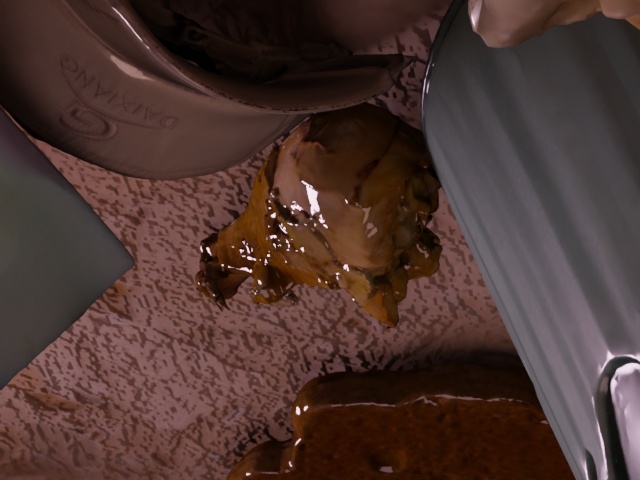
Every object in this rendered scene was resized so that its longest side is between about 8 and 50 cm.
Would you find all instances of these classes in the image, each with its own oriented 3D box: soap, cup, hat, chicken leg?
[{"bbox_3d":[-0.231,-0.071,0.866,0.109,0.193,0.324,-45,129,-8],"label":"soap"},{"bbox_3d":[0.261,0.053,0.821,0.310,0.392,0.401,-35,139,23],"label":"cup"},{"bbox_3d":[-0.078,-0.073,0.862,0.219,0.226,0.164,27,112,-21],"label":"hat"},{"bbox_3d":[-0.002,-0.003,0.993,0.101,0.085,0.207,42,147,-12],"label":"chicken leg"}]

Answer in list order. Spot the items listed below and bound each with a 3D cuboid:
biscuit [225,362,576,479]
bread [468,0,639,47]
[{"bbox_3d":[0.081,0.146,1.200,0.290,0.041,0.208,-3,137,9],"label":"biscuit"},{"bbox_3d":[0.172,-0.295,0.535,0.371,0.279,0.390,-7,135,9],"label":"bread"}]
